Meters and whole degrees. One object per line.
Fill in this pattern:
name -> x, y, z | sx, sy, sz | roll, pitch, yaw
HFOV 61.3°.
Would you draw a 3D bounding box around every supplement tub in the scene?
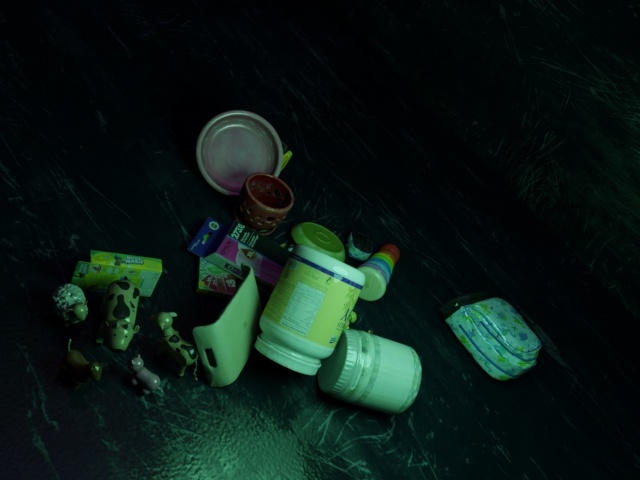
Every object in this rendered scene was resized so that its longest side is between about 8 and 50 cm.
supplement tub -> -0.035, 0.202, 1.603 | 0.241, 0.331, 0.241 | 25, -2, 1

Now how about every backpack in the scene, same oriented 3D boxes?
backpack -> 0.673, 0.367, 2.098 | 0.290, 0.273, 0.356 | 0, 62, -45
backpack -> 0.153, 0.030, 2.158 | 0.105, 0.084, 0.114 | 22, 35, -16

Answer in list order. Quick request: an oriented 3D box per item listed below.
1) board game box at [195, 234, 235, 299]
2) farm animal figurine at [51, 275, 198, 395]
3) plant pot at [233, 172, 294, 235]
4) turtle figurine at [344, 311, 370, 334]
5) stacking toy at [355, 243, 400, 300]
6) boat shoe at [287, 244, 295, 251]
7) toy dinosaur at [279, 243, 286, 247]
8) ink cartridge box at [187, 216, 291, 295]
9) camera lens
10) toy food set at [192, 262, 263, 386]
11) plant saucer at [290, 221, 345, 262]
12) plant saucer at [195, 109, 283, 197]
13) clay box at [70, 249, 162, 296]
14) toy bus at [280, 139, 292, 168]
board game box -> -0.344, 0.075, 1.788 | 0.124, 0.039, 0.259 | 16, 40, -24
farm animal figurine -> -0.495, 0.230, 1.400 | 0.330, 0.172, 0.327 | -1, 51, -37
plant pot -> -0.217, -0.124, 1.969 | 0.191, 0.174, 0.191 | 21, 41, -20
turtle figurine -> 0.046, 0.267, 1.820 | 0.217, 0.087, 0.269 | -16, 90, -38
stacking toy -> 0.233, 0.100, 2.118 | 0.141, 0.141, 0.330 | 39, 34, 4
boat shoe -> -0.058, 0.049, 2.013 | 0.142, 0.049, 0.040 | 19, 41, -17
toy dinosaur -> -0.134, 0.072, 1.920 | 0.211, 0.064, 0.112 | 7, 48, -31
ink cartridge box -> -0.238, 0.050, 1.808 | 0.371, 0.069, 0.176 | 28, 43, -6
camera lens -> 0.155, 0.403, 1.666 | 0.274, 0.219, 0.219 | 21, 41, -19
toy food set -> -0.259, 0.236, 1.558 | 0.092, 0.220, 0.306 | 3, 34, 18
plant saucer -> 0.000, 0.000, 2.070 | 0.241, 0.037, 0.241 | 26, 26, -14
plant saucer -> -0.311, -0.326, 2.066 | 0.332, 0.084, 0.332 | 0, 90, -19
clay box -> -0.573, 0.093, 1.519 | 0.222, 0.127, 0.053 | 11, 44, -29
toy bus -> -0.256, -0.332, 2.196 | 0.220, 0.149, 0.211 | 33, 52, -7
